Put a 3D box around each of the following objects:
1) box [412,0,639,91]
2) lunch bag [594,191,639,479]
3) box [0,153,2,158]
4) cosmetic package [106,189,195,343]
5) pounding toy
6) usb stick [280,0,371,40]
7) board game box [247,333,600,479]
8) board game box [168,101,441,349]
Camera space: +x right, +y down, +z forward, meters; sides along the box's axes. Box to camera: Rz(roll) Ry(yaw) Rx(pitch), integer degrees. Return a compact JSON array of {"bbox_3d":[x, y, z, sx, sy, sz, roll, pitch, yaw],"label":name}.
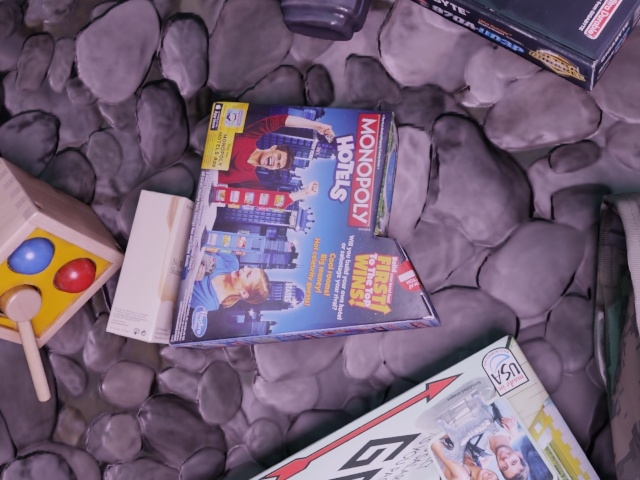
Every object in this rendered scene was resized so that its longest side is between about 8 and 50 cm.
[{"bbox_3d":[0.189,-0.249,0.582,0.175,0.051,0.220,35,89,19],"label":"box"},{"bbox_3d":[0.285,0.092,0.425,0.235,0.169,0.287,0,54,13],"label":"lunch bag"},{"bbox_3d":[-0.376,-0.029,0.680,0.180,0.077,0.147,-22,75,10],"label":"box"},{"bbox_3d":[-0.127,0.023,0.612,0.041,0.060,0.115,10,84,16],"label":"cosmetic package"},{"bbox_3d":[-0.237,0.037,0.613,0.141,0.130,0.100,-45,60,3],"label":"pounding toy"},{"bbox_3d":[0.034,-0.302,0.638,0.077,0.045,0.278,14,84,16],"label":"usb stick"},{"bbox_3d":[0.050,0.235,0.530,0.317,0.046,0.213,-32,72,7],"label":"board game box"},{"bbox_3d":[0.000,0.000,0.582,0.194,0.060,0.194,7,81,15],"label":"board game box"}]
